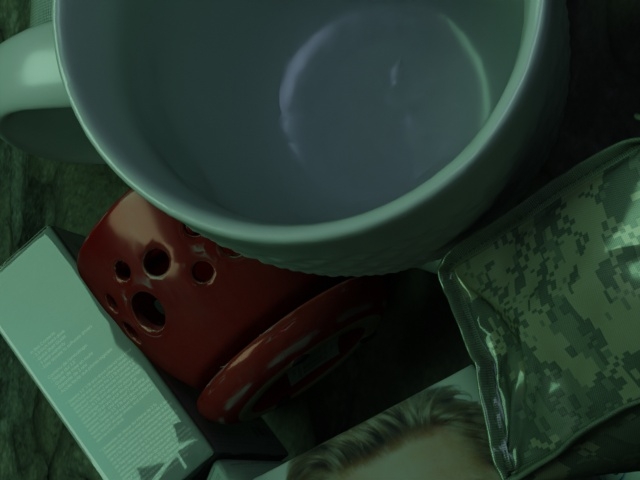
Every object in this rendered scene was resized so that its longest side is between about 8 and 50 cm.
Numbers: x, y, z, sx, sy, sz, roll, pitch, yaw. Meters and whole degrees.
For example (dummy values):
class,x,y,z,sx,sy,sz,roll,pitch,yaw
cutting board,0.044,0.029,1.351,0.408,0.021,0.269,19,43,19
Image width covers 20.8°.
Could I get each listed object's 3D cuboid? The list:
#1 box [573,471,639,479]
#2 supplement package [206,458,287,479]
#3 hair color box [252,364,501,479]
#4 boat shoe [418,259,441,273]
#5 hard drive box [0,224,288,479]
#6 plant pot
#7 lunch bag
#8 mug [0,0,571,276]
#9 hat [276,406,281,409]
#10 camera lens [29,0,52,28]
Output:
class,x,y,z,sx,sy,sz,roll,pitch,yaw
box,0.209,0.185,1.157,0.137,0.072,0.126,-37,54,48
supplement package,0.020,0.283,1.312,0.203,0.194,0.149,47,124,48
hair color box,0.104,0.250,1.057,0.347,0.174,0.105,56,171,47
boat shoe,0.008,0.000,1.454,0.367,0.136,0.156,2,90,47
hard drive box,-0.151,0.111,1.421,0.089,0.181,0.232,-40,72,8
plant pot,-0.061,0.032,1.303,0.174,0.191,0.191,55,133,13
lunch bag,0.248,0.017,0.976,0.287,0.235,0.169,-37,60,46
mug,-0.028,-0.105,1.092,0.374,0.328,0.276,-8,81,11
hat,-0.135,0.145,1.528,0.208,0.183,0.173,17,137,29
camera lens,-0.163,-0.268,1.656,0.219,0.219,0.274,-9,77,55
